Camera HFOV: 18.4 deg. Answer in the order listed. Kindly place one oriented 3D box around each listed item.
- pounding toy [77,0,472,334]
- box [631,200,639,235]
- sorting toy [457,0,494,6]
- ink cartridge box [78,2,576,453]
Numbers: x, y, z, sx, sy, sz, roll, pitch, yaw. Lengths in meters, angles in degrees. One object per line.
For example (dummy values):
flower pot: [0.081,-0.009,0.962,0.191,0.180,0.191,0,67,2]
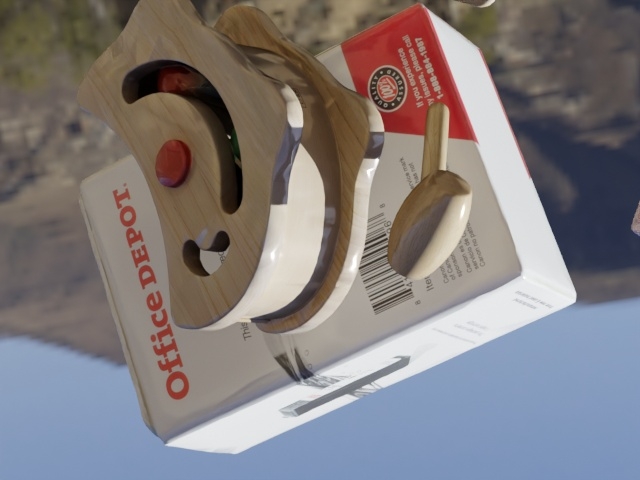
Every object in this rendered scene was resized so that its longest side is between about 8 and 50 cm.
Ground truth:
pounding toy: [-0.018,-0.030,1.172,0.155,0.154,0.269,5,-152,-42]
box: [0.286,-0.111,0.920,0.154,0.300,0.142,14,-172,-37]
sorting toy: [-0.021,-0.200,1.080,0.208,0.038,0.193,27,179,-38]
ink cartridge box: [0.000,0.000,1.301,0.273,0.197,0.114,-25,160,18]
